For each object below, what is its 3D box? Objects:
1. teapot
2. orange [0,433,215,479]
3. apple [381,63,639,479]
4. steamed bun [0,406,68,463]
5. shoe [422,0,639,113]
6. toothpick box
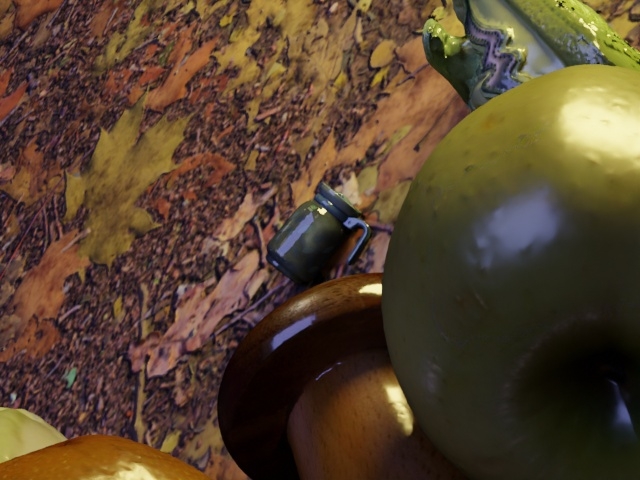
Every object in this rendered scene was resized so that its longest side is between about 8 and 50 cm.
[{"bbox_3d":[-0.003,-0.002,1.333,0.083,0.049,0.063,-51,35,3],"label":"teapot"},{"bbox_3d":[-0.133,0.246,0.941,0.264,0.264,0.264,-30,41,30],"label":"orange"},{"bbox_3d":[0.167,0.026,0.921,0.279,0.279,0.279,-30,41,30],"label":"apple"},{"bbox_3d":[-0.280,0.287,1.154,0.309,0.309,0.309,-30,41,30],"label":"steamed bun"},{"bbox_3d":[0.154,-0.142,1.190,0.128,0.140,0.262,-44,39,3],"label":"shoe"},{"bbox_3d":[0.047,0.158,1.028,0.192,0.192,0.294,-41,43,18],"label":"toothpick box"}]
